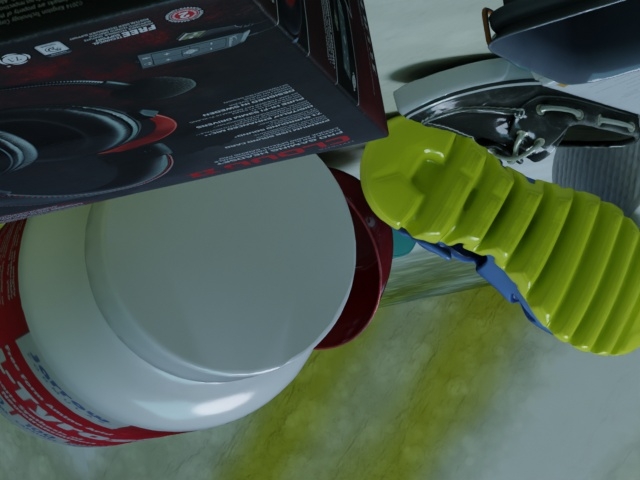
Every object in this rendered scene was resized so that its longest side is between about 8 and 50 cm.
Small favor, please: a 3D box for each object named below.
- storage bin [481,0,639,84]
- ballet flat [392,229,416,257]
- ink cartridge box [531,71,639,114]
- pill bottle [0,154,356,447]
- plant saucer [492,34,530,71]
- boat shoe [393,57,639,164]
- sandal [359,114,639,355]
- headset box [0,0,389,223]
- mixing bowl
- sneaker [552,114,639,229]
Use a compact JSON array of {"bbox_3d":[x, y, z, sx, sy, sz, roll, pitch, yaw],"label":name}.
[{"bbox_3d":[0.120,-0.130,0.590,0.098,0.091,0.135,-14,171,28],"label":"storage bin"},{"bbox_3d":[0.021,-0.024,1.381,0.079,0.076,0.221,7,178,33],"label":"ballet flat"},{"bbox_3d":[0.261,-0.138,0.801,0.206,0.045,0.208,-24,164,32],"label":"ink cartridge box"},{"bbox_3d":[-0.134,0.039,1.003,0.229,0.229,0.408,-6,172,-25],"label":"pill bottle"},{"bbox_3d":[0.177,-0.136,0.881,0.119,0.021,0.119,-9,172,-1],"label":"plant saucer"},{"bbox_3d":[0.156,-0.095,0.973,0.219,0.070,0.078,-6,171,-29],"label":"boat shoe"},{"bbox_3d":[0.165,-0.010,1.143,0.317,0.126,0.138,35,177,-12],"label":"sandal"},{"bbox_3d":[-0.102,-0.088,0.536,0.218,0.110,0.293,-12,172,11],"label":"headset box"},{"bbox_3d":[0.000,0.000,1.214,0.181,0.181,0.098,-16,-168,37],"label":"mixing bowl"},{"bbox_3d":[0.317,-0.071,1.158,0.128,0.126,0.321,-5,172,-14],"label":"sneaker"}]
